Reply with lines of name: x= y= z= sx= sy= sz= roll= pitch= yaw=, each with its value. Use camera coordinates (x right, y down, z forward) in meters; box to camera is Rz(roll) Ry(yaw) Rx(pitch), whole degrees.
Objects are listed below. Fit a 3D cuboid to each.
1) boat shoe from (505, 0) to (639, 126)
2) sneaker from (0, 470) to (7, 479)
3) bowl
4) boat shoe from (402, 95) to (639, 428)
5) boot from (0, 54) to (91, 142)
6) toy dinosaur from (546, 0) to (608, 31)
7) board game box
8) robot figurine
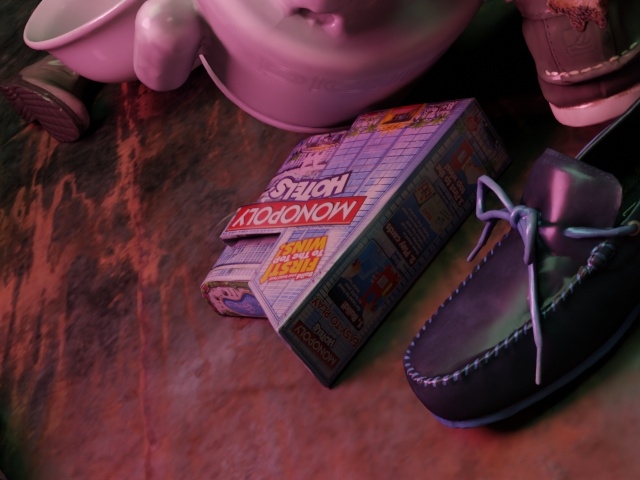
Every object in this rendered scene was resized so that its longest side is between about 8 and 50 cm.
boat shoe: x=0.177 y=-0.193 z=0.659 sx=0.112 sy=0.095 sz=0.335 roll=-19 pitch=28 yaw=22
sneaker: x=-0.331 y=0.183 z=0.702 sx=0.182 sy=0.127 sz=0.315 roll=-48 pitch=28 yaw=-6
bowl: x=-0.186 y=-0.275 z=1.144 sx=0.298 sy=0.134 sz=0.298 roll=-26 pitch=33 yaw=19
boat shoe: x=0.134 y=-0.018 z=0.515 sx=0.258 sy=0.089 sz=0.109 roll=-44 pitch=31 yaw=-10
boot: x=-0.308 y=-0.214 z=1.253 sx=0.161 sy=0.083 sz=0.246 roll=-41 pitch=32 yaw=-15
toy dinosaur: x=0.233 y=-0.129 z=0.428 sx=0.200 sy=0.296 sz=0.127 roll=-48 pitch=7 yaw=-13
board game box: x=0.000 y=0.000 z=0.662 sx=0.194 sy=0.060 sz=0.194 roll=-2 pitch=46 yaw=45
robot figurine: x=0.004 y=-0.188 z=0.702 sx=0.300 sy=0.200 sz=0.353 roll=-21 pitch=-2 yaw=-7
